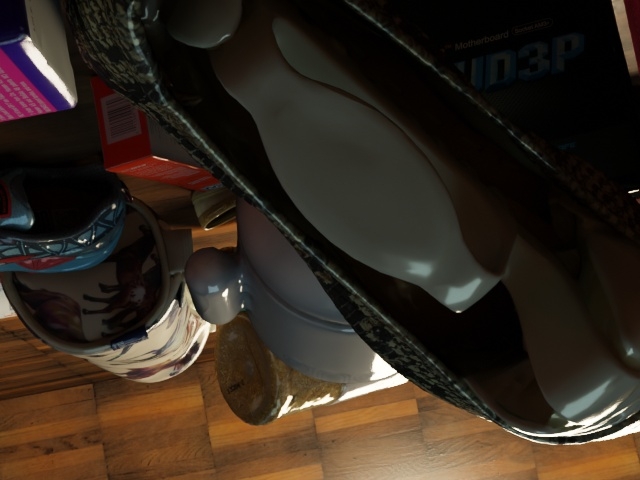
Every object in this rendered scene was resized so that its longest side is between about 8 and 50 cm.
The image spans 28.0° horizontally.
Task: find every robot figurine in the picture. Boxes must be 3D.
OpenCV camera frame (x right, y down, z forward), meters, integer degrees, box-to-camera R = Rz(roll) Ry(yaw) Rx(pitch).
[{"bbox_3d":[0.029,0.002,1.120,0.300,0.200,0.353,-21,160,-9],"label":"robot figurine"}]

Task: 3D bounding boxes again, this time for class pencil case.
[{"bbox_3d":[-0.209,0.063,1.400,0.183,0.160,0.410,4,170,1],"label":"pencil case"}]

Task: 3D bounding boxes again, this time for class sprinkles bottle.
[{"bbox_3d":[0.061,0.103,1.393,0.355,0.121,0.121,-11,172,-36],"label":"sprinkles bottle"}]

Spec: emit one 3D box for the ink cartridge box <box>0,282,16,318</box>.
[{"bbox_3d":[-0.417,0.067,1.536,0.145,0.045,0.179,-9,172,-14],"label":"ink cartridge box"}]

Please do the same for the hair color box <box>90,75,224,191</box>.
[{"bbox_3d":[-0.110,-0.081,0.956,0.043,0.072,0.141,-15,169,24],"label":"hair color box"}]

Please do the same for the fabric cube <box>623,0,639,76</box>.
[{"bbox_3d":[0.350,-0.113,0.755,0.258,0.259,0.254,-9,171,-1],"label":"fabric cube"}]

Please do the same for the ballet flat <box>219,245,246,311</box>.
[{"bbox_3d":[0.000,0.000,1.416,0.123,0.123,0.348,-1,163,-45],"label":"ballet flat"}]

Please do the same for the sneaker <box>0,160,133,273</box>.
[{"bbox_3d":[-0.286,-0.022,1.086,0.262,0.104,0.125,-15,162,-29],"label":"sneaker"}]

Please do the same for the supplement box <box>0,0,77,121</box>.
[{"bbox_3d":[-0.234,-0.104,0.574,0.220,0.111,0.114,-10,171,-1],"label":"supplement box"}]

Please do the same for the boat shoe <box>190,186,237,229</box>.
[{"bbox_3d":[-0.066,-0.044,1.287,0.135,0.045,0.050,-16,169,28],"label":"boat shoe"}]

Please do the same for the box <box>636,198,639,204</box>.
[{"bbox_3d":[0.285,-0.036,1.479,0.148,0.127,0.232,-5,169,-30],"label":"box"}]

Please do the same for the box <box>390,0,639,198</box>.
[{"bbox_3d":[0.084,-0.090,0.818,0.220,0.175,0.051,-13,172,12],"label":"box"}]

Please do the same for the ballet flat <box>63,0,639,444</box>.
[{"bbox_3d":[0.067,0.000,0.667,0.164,0.483,0.182,-47,-155,9],"label":"ballet flat"}]

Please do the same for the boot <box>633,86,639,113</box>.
[{"bbox_3d":[0.327,-0.122,1.280,0.121,0.045,0.099,-3,167,-5],"label":"boot"}]
